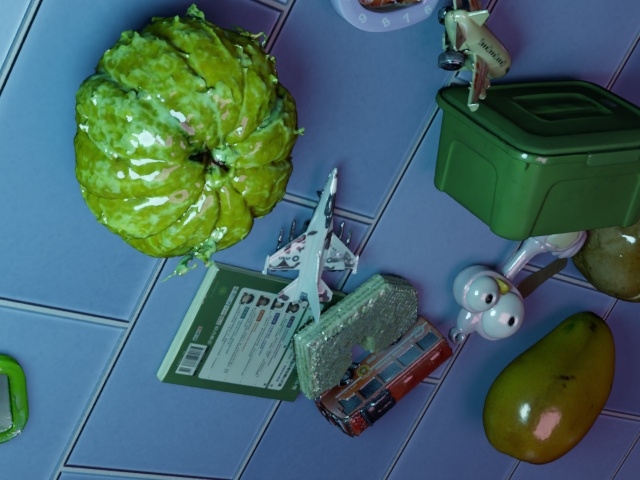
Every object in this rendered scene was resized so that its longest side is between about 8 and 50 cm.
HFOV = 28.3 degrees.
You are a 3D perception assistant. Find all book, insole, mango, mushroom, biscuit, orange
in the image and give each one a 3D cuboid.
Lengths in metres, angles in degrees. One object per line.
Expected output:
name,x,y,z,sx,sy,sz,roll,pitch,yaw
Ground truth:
book,-0.099,0.145,1.931,0.264,0.027,0.202,14,108,-40
insole,0.386,0.070,2.252,0.135,0.002,0.045,-32,133,-15
mango,0.426,0.271,2.306,0.317,0.173,0.211,-46,130,-19
mushroom,0.599,-0.001,2.262,0.301,0.233,0.208,-16,84,-43
biscuit,0.060,0.140,1.999,0.250,0.046,0.147,-34,141,-28
orange,-0.177,-0.130,1.558,0.300,0.223,0.301,-43,132,-19

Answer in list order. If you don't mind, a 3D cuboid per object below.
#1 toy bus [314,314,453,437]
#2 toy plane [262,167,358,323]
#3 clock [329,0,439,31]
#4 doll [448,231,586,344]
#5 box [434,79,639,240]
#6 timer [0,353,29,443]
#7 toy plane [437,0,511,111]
toy bus,0.105,0.223,2.086,0.235,0.096,0.073,-40,132,-9
toy plane,-0.008,0.001,1.875,0.160,0.082,0.234,1,103,-28
clock,0.098,-0.365,1.706,0.198,0.064,0.172,-45,138,-1
doll,0.341,0.034,2.133,0.365,0.094,0.160,-50,132,2
box,0.346,-0.122,1.912,0.328,0.253,0.178,-8,121,-30
timer,-0.459,0.219,1.705,0.128,0.047,0.140,-15,126,-26
toy plane,0.217,-0.279,1.806,0.092,0.229,0.244,-5,165,15
